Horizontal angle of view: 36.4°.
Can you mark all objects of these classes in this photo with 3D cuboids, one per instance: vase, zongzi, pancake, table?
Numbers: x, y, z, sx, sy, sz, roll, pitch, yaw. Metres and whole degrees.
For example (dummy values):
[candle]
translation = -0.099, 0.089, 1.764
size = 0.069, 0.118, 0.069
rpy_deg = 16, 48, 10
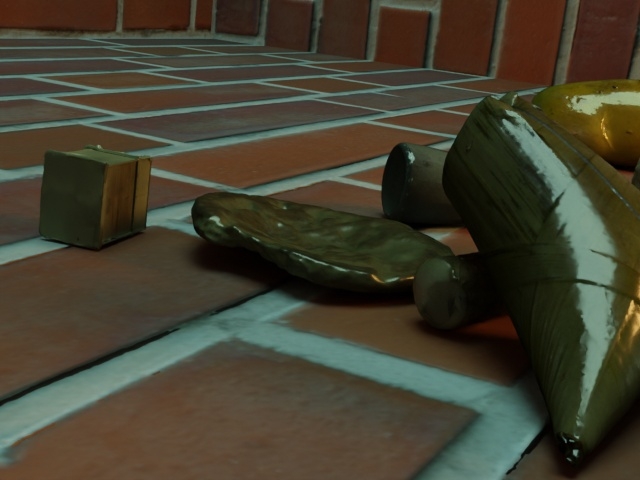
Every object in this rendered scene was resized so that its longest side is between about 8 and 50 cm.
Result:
[vase]
translation = 0.180, -0.051, 1.061
size = 0.214, 0.086, 0.086
rpy_deg = 6, 14, -15
[zongzi]
translation = 0.137, 0.016, 0.639
size = 0.228, 0.115, 0.256
rpy_deg = 46, 40, 16
[pancake]
translation = 0.000, 0.001, 0.859
size = 0.236, 0.042, 0.222
rpy_deg = 13, 12, 16
[table]
translation = -0.200, -0.042, 0.871
size = 0.062, 0.079, 0.083
rpy_deg = 13, 14, 18

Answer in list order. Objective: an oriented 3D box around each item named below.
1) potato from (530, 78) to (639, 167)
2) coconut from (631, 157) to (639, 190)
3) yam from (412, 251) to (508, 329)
[potato]
translation = 0.492, -0.191, 1.582
size = 0.300, 0.140, 0.173
rpy_deg = 4, 21, 16
[coconut]
translation = 0.389, -0.042, 0.871
size = 0.202, 0.202, 0.222
rpy_deg = 14, 18, 27
[yam]
translation = 0.180, 0.021, 0.811
size = 0.066, 0.066, 0.300
rpy_deg = 18, 19, 38
